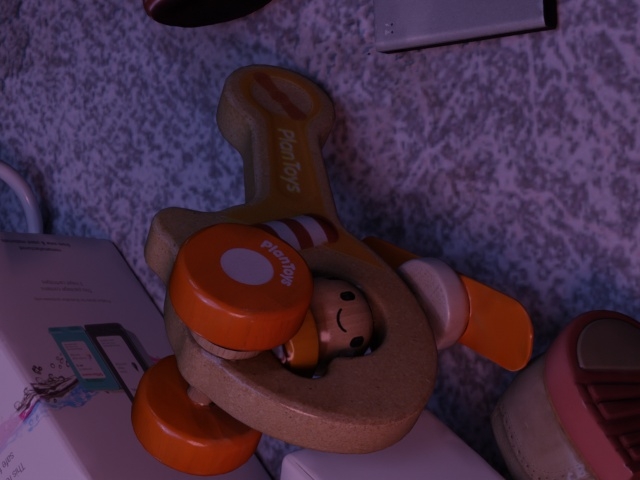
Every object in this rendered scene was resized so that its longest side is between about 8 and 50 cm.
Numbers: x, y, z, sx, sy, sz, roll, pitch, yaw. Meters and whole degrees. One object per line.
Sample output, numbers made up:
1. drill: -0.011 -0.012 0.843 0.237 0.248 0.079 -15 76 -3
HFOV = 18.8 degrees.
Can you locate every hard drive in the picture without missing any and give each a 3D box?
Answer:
1. hard drive: 0.097 -0.182 1.316 0.135 0.022 0.094 -5 85 35

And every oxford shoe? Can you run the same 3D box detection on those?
1. oxford shoe: 0.213 0.220 1.179 0.130 0.123 0.348 -45 59 46

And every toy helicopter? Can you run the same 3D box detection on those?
1. toy helicopter: 0.000 0.000 1.265 0.355 0.235 0.140 -99 22 -49

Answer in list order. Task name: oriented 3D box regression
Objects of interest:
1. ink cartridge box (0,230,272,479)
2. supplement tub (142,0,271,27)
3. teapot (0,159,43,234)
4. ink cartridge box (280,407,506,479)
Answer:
1. ink cartridge box: -0.204 0.158 1.408 0.198 0.197 0.270 -48 63 24
2. supplement tub: -0.097 -0.262 1.405 0.106 0.106 0.198 -21 76 33
3. teapot: -0.372 0.056 1.544 0.187 0.252 0.256 43 141 -10
4. ink cartridge box: 0.108 0.284 1.146 0.353 0.119 0.207 42 135 45
